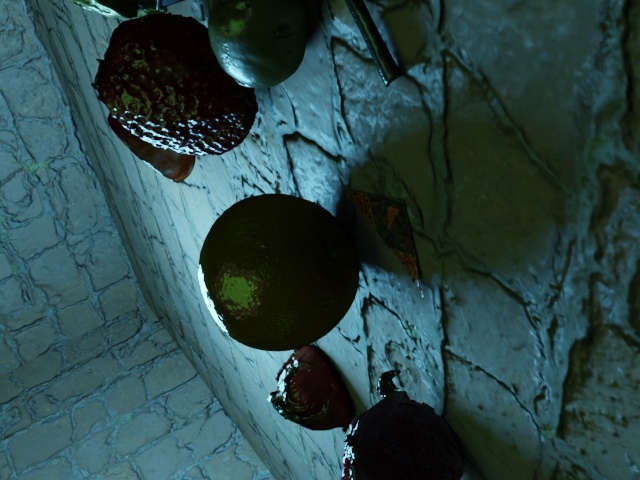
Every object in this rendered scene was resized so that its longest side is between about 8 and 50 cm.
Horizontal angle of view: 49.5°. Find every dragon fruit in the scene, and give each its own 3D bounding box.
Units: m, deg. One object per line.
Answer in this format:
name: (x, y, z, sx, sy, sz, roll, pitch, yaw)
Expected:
dragon fruit: (-0.041, 0.367, 1.614, 0.218, 0.148, 0.224, 44, 152, 36)
dragon fruit: (0.136, 0.378, 1.196, 0.147, 0.210, 0.282, 104, 160, -50)

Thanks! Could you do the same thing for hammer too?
hammer: (0.018, -0.318, 0.816, 0.297, 0.027, 0.125, 60, -178, -8)

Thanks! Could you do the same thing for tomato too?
tomato: (-0.380, -0.254, 1.661, 0.233, 0.139, 0.200, 35, -166, -49)

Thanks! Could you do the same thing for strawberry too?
strawberry: (-0.238, -0.276, 1.231, 0.288, 0.250, 0.239, 11, 94, 36)

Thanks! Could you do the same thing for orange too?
orange: (-0.070, 0.051, 1.161, 0.274, 0.274, 0.274, 47, 154, 32)

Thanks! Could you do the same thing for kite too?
kite: (0.106, -0.025, 1.024, 0.222, 0.008, 0.125, 55, 157, 18)

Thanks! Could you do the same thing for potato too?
potato: (-0.088, -0.302, 0.970, 0.200, 0.136, 0.155, 103, 165, -58)

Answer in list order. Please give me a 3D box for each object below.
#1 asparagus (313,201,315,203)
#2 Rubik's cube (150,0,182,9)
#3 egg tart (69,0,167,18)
asparagus: (0.000, 0.000, 1.275, 0.016, 0.016, 0.163, -116, 10, -55)
Rubik's cube: (-0.192, -0.463, 0.960, 0.183, 0.167, 0.180, 58, 157, 5)
egg tart: (-0.418, -0.547, 1.278, 0.150, 0.352, 0.352, -48, 65, 22)
